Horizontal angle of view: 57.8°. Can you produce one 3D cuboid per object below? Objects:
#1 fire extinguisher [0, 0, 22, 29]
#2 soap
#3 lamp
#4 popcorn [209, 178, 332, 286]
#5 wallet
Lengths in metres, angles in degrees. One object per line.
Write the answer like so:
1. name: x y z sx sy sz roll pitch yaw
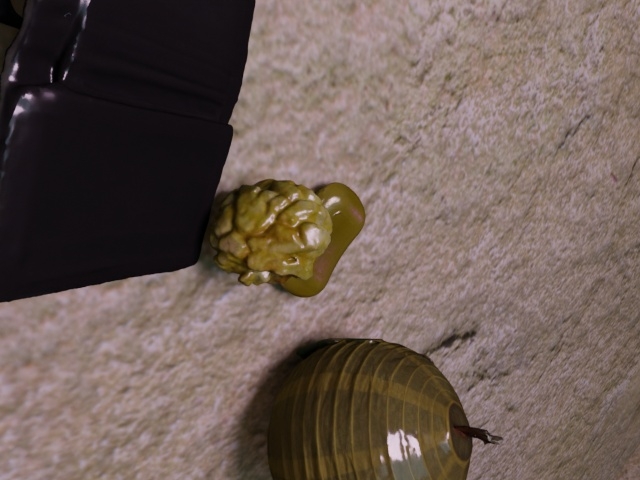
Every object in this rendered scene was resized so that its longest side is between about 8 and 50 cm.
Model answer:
1. fire extinguisher: -0.215 -0.282 0.312 0.135 0.114 0.337 -46 139 -58
2. soap: -0.001 0.000 0.673 0.140 0.045 0.089 -57 139 -10
3. lamp: 0.075 0.227 0.676 0.250 0.284 0.250 28 53 -45
4. popcorn: -0.049 -0.005 0.581 0.120 0.116 0.106 -42 172 -11
5. wallet: -0.137 -0.117 0.451 0.247 0.041 0.323 -9 115 -66
